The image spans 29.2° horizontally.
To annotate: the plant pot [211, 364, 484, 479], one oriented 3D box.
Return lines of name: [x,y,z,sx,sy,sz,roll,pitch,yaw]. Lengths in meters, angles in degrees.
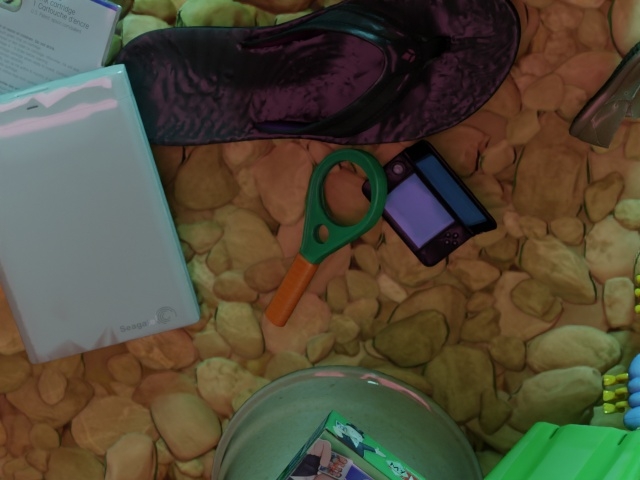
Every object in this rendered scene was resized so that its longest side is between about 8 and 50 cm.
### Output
plant pot: [0.004,0.344,1.323,0.334,0.305,0.334,3,106,10]

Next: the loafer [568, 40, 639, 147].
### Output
loafer: [0.317,-0.154,1.254,0.050,0.056,0.148,39,119,-2]

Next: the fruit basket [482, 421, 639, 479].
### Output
fruit basket: [0.288,0.410,1.200,0.283,0.392,0.392,-7,109,56]

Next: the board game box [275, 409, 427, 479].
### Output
board game box: [0.002,0.339,1.136,0.213,0.046,0.317,37,109,-1]

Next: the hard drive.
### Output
hard drive: [-0.271,-0.023,1.363,0.203,0.040,0.307,-14,114,0]

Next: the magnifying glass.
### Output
magnifying glass: [0.000,0.000,1.364,0.092,0.026,0.231,43,116,27]

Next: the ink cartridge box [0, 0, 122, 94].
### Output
ink cartridge box: [-0.392,-0.179,1.386,0.304,0.072,0.307,24,107,5]

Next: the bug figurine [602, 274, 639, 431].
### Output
bug figurine: [0.423,0.108,1.243,0.279,0.072,0.216,-4,68,15]

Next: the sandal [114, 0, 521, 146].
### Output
sandal: [-0.012,-0.167,1.287,0.446,0.107,0.167,-8,104,14]

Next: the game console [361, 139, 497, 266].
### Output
game console: [0.114,-0.037,1.317,0.107,0.071,0.122,-39,94,18]
